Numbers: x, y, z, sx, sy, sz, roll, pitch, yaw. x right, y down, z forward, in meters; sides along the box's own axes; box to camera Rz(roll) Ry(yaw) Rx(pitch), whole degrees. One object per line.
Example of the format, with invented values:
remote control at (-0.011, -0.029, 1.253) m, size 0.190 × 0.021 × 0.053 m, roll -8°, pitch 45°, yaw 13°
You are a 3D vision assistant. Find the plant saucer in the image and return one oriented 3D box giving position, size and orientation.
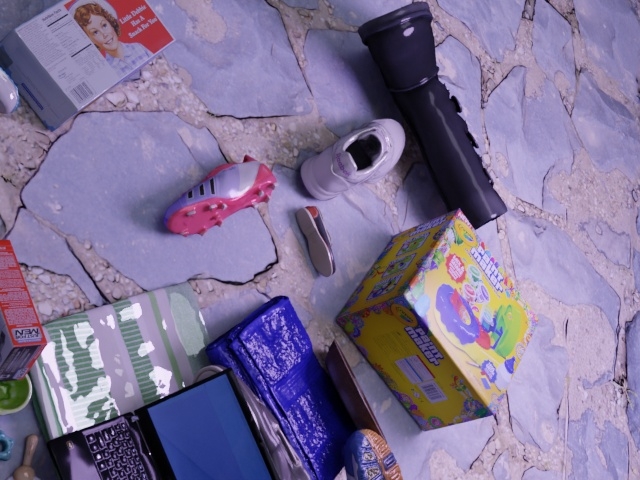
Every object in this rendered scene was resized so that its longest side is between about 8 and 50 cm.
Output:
plant saucer at (0.055, 0.266, 1.750) m, size 0.199 × 0.036 × 0.198 m, roll 62°, pitch -1°, yaw 1°

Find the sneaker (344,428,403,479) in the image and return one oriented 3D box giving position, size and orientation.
sneaker at (0.072, 0.457, 1.672) m, size 0.112 × 0.131 × 0.296 m, roll -17°, pitch 93°, yaw -50°

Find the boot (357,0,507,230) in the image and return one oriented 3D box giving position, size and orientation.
boot at (0.230, -0.226, 2.027) m, size 0.367 × 0.146 × 0.445 m, roll -14°, pitch 84°, yaw -79°

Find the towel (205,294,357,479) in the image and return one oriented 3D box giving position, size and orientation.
towel at (-0.044, 0.256, 1.672) m, size 0.227 × 0.076 × 0.308 m, roll -36°, pitch 101°, yaw -54°

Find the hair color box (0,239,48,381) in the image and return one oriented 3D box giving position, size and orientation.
hair color box at (-0.424, 0.092, 1.349) m, size 0.053 × 0.093 × 0.167 m, roll -1°, pitch 55°, yaw -43°

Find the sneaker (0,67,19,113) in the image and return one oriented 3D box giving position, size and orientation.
sneaker at (-0.535, -0.236, 1.431) m, size 0.228 × 0.087 × 0.092 m, roll 32°, pitch 60°, yaw -22°

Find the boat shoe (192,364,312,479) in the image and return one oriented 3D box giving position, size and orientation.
boat shoe at (-0.089, 0.337, 1.547) m, size 0.335 × 0.112 × 0.095 m, roll 62°, pitch 26°, yaw 4°

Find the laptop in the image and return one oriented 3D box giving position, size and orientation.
laptop at (-0.198, 0.328, 1.395) m, size 0.264 × 0.136 × 0.234 m, roll -10°, pitch 72°, yaw -59°

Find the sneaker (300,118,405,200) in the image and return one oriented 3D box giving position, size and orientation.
sneaker at (0.098, -0.166, 1.959) m, size 0.305 × 0.152 × 0.114 m, roll -37°, pitch 97°, yaw -47°

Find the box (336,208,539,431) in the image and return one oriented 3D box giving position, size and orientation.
box at (0.229, 0.150, 1.933) m, size 0.290 × 0.177 × 0.279 m, roll 52°, pitch 44°, yaw -15°

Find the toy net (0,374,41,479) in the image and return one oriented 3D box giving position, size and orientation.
toy net at (-0.413, 0.284, 1.346) m, size 0.122 × 0.045 × 0.232 m, roll -21°, pitch 89°, yaw -47°

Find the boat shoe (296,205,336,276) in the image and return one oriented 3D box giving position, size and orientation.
boat shoe at (0.000, 0.000, 1.870) m, size 0.043 × 0.049 × 0.137 m, roll -14°, pitch 78°, yaw -48°

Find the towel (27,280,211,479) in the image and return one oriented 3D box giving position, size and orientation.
towel at (-0.278, 0.209, 1.516) m, size 0.325 × 0.038 × 0.248 m, roll -15°, pitch 83°, yaw -46°

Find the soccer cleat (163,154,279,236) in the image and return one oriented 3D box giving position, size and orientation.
soccer cleat at (-0.178, -0.078, 1.720) m, size 0.248 × 0.083 × 0.095 m, roll -25°, pitch 62°, yaw -42°

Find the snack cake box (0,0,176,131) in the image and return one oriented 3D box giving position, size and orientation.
snack cake box at (-0.368, -0.307, 1.611) m, size 0.152 × 0.089 × 0.264 m, roll 53°, pitch 45°, yaw -11°
